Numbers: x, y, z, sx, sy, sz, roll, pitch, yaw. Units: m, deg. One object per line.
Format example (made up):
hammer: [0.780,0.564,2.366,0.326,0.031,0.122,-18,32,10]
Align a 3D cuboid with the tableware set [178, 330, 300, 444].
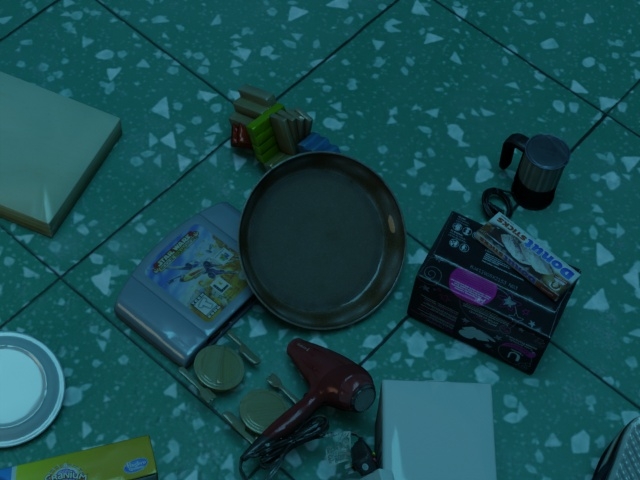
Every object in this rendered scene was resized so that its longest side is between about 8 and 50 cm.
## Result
tableware set: [-0.135,0.256,2.000,0.194,0.039,0.128,43,52,15]

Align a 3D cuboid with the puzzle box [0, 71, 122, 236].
puzzle box: [-0.615,-0.191,2.239,0.409,0.052,0.272,22,59,10]

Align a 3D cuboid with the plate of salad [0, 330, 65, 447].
plate of salad: [-0.522,0.246,1.971,0.200,0.048,0.199,3,67,-8]

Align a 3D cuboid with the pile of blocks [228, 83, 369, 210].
pile of blocks: [-0.049,-0.143,2.195,0.362,0.149,0.113,39,63,19]

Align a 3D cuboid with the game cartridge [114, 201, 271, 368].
game cartridge: [-0.209,0.067,2.107,0.198,0.062,0.297,38,62,14]

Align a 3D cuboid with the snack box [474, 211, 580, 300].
snack box: [0.349,0.026,2.024,0.178,0.022,0.064,40,60,20]

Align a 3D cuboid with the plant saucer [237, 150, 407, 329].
plant saucer: [0.000,0.000,2.092,0.311,0.050,0.310,0,89,-17]

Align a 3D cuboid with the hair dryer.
hair dryer: [-0.022,0.261,1.930,0.224,0.080,0.293,-6,39,6]

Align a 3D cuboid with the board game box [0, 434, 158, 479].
board game box: [-0.394,0.400,1.767,0.317,0.242,0.064,-12,58,-12]

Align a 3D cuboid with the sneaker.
sneaker: [0.474,0.428,1.896,0.126,0.127,0.321,30,85,14]

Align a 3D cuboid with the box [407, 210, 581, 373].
box: [0.298,0.090,2.077,0.247,0.142,0.163,26,58,10]

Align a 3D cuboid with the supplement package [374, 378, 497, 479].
supplement package: [0.175,0.384,1.858,0.178,0.175,0.293,3,58,-1]

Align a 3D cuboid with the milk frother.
milk frother: [0.377,-0.111,2.214,0.129,0.134,0.143,20,58,9]

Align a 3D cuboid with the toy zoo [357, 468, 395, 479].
toy zoo: [0.040,0.458,1.751,0.030,0.293,0.192,20,51,-33]
